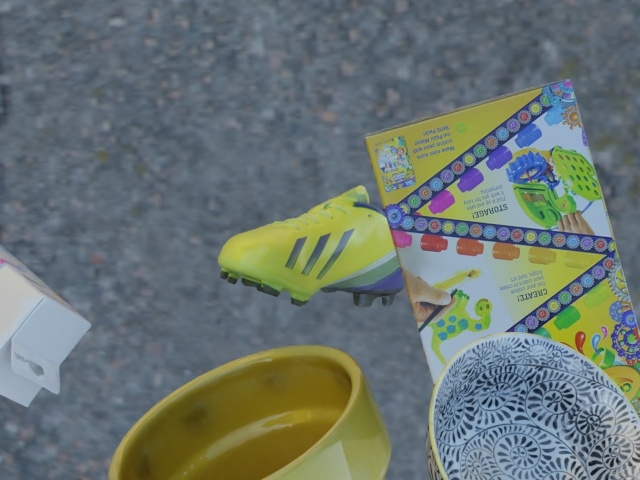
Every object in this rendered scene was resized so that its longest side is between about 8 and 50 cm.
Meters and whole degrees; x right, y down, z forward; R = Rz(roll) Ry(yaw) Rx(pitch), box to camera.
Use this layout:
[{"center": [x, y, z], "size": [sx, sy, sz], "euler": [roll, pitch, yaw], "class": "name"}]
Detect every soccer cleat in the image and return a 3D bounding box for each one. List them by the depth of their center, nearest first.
[{"center": [-0.001, 0.000, 1.742], "size": [0.289, 0.093, 0.121], "euler": [4, 104, -56], "class": "soccer cleat"}]

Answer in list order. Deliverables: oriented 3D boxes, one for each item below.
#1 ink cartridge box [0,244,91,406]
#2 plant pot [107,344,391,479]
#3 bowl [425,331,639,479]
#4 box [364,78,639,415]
[{"center": [-0.267, 0.063, 1.460], "size": [0.090, 0.143, 0.092], "euler": [-52, 155, -2], "class": "ink cartridge box"}, {"center": [-0.034, 0.262, 1.635], "size": [0.254, 0.254, 0.239], "euler": [-37, 115, -28], "class": "plant pot"}, {"center": [0.135, 0.155, 1.211], "size": [0.170, 0.080, 0.170], "euler": [12, 55, -19], "class": "bowl"}, {"center": [0.167, 0.019, 1.560], "size": [0.177, 0.290, 0.279], "euler": [-15, 92, 7], "class": "box"}]
